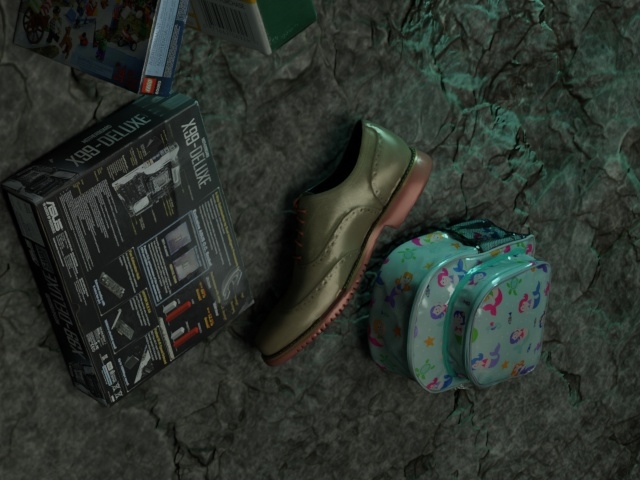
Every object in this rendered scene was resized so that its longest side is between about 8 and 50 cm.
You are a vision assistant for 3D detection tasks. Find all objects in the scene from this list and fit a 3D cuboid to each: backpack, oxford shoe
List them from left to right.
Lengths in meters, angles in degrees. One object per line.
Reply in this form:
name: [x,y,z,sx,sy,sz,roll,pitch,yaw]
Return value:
oxford shoe: [0.000,0.000,2.257,0.130,0.123,0.348,36,82,-20]
backpack: [0.193,0.100,2.422,0.254,0.191,0.225,-10,115,-36]

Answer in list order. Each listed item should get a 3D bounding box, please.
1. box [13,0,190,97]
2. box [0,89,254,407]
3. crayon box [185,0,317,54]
box: [-0.227,-0.255,1.807,0.044,0.233,0.159,1,106,-45]
box: [-0.220,0.008,2.044,0.242,0.076,0.307,-36,130,-28]
crayon box: [-0.135,-0.375,1.868,0.083,0.203,0.323,-39,131,-26]
